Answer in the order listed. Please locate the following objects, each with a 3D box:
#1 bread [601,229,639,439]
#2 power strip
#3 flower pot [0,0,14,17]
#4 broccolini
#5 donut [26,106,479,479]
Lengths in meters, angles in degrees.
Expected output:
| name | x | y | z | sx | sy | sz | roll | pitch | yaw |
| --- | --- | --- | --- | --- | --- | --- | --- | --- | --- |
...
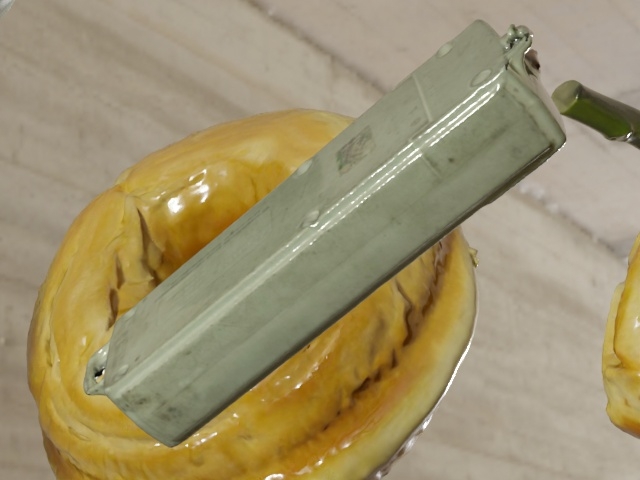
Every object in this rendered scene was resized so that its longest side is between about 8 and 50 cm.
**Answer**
| name | x | y | z | sx | sy | sz | roll | pitch | yaw |
| --- | --- | --- | --- | --- | --- | --- | --- | --- | --- |
| bread | 0.248 | 0.000 | 0.556 | 0.211 | 0.235 | 0.099 | 13 | -30 | 31 |
| power strip | 0.000 | 0.000 | 0.596 | 0.272 | 0.078 | 0.052 | -40 | -68 | 15 |
| flower pot | -0.340 | -0.265 | 1.085 | 0.157 | 0.189 | 0.243 | -8 | -12 | -19 |
| broccolini | 0.350 | -0.092 | 1.156 | 0.392 | 0.078 | 0.074 | 18 | 15 | -35 |
| donut | -0.065 | 0.062 | 1.111 | 0.449 | 0.448 | 0.198 | -13 | -46 | 22 |
